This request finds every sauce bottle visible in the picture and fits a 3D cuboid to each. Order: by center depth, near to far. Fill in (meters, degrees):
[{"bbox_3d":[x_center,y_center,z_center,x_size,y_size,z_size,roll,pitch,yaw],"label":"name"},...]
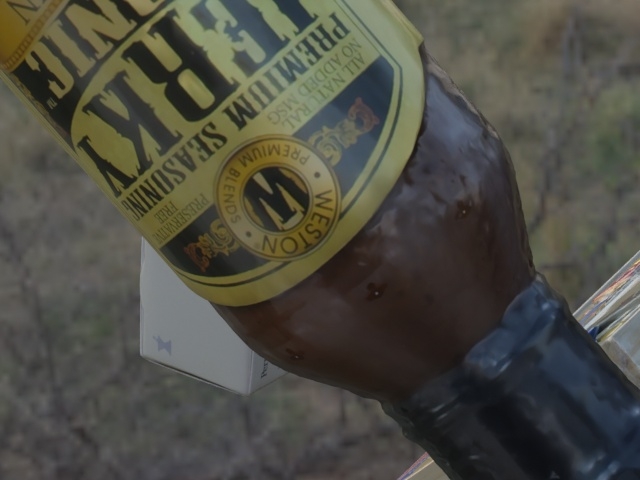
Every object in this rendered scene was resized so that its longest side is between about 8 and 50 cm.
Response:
[{"bbox_3d":[-0.015,-0.039,0.615,0.111,0.344,0.111,-43,3,3],"label":"sauce bottle"}]

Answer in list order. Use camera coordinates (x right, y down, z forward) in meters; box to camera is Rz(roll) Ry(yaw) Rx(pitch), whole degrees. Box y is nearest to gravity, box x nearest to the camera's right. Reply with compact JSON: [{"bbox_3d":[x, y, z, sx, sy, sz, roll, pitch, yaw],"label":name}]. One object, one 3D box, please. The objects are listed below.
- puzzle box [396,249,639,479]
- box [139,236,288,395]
[{"bbox_3d":[0.233,0.044,1.362,0.409,0.052,0.272,-38,-4,-43],"label":"puzzle box"},{"bbox_3d":[0.000,0.000,1.327,0.094,0.113,0.275,18,28,31],"label":"box"}]
